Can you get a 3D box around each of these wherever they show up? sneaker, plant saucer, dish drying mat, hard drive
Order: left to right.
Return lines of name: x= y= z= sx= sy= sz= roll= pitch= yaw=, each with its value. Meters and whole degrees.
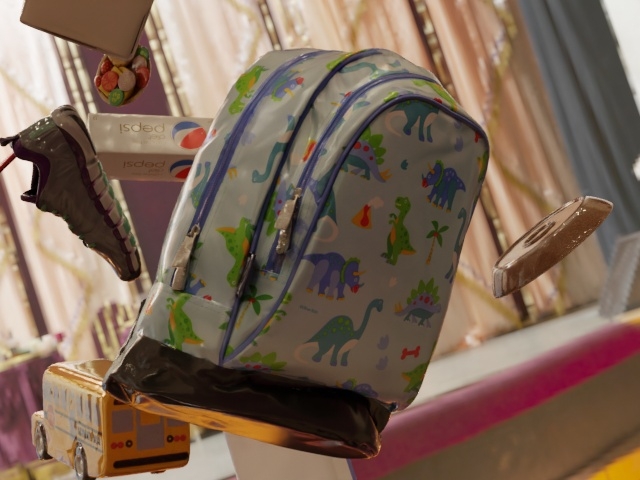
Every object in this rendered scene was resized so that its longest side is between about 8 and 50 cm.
dish drying mat: x=-0.357 y=-0.094 z=1.386 sx=0.083 sy=0.008 sz=0.032 roll=-45 pitch=19 yaw=-3
sneaker: x=-0.280 y=-0.040 z=1.362 sx=0.098 sy=0.224 sz=0.083 roll=-25 pitch=26 yaw=-11
hard drive: x=-0.039 y=0.288 z=1.549 sx=0.040 sy=0.319 sz=0.210 roll=-7 pitch=-17 yaw=-39
plant saucer: x=0.253 y=0.002 z=1.357 sx=0.168 sy=0.029 sz=0.168 roll=-41 pitch=2 yaw=2

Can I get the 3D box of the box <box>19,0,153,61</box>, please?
box: x=-0.245 y=-0.321 z=1.322 sx=0.121 sy=0.148 sz=0.311 roll=17 pitch=19 yaw=-18

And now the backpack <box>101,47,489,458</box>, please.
backpack: x=0.000 y=0.000 z=1.090 sx=0.273 sy=0.356 sz=0.290 roll=-7 pitch=-23 yaw=45

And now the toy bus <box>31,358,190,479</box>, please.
toy bus: x=-0.274 y=0.224 z=1.518 sx=0.108 sy=0.130 sz=0.332 roll=-4 pitch=2 yaw=-28

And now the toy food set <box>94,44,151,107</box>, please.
toy food set: x=-0.236 y=-0.200 z=1.439 sx=0.083 sy=0.082 sz=0.020 roll=-52 pitch=-28 yaw=10

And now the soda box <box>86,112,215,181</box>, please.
soda box: x=-0.231 y=-0.134 z=1.759 sx=0.216 sy=0.074 sz=0.069 roll=1 pitch=-33 yaw=-15
